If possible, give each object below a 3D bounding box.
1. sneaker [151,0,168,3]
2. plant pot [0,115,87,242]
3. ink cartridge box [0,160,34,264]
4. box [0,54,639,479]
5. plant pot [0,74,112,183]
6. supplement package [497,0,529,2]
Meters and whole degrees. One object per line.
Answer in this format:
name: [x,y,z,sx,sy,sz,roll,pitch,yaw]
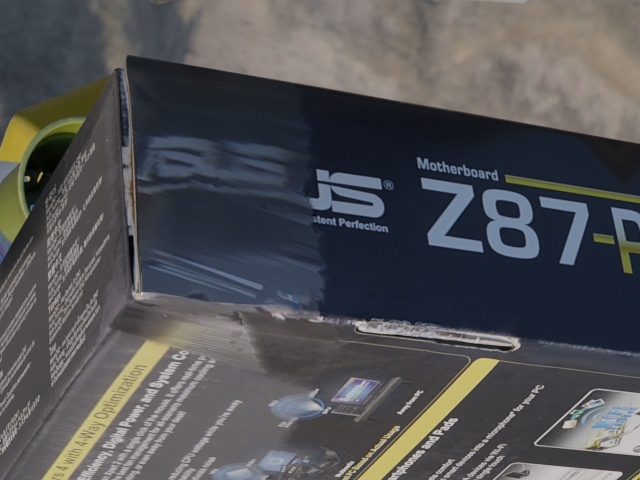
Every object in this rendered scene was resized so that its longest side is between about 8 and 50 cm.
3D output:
sneaker: [-0.041,-0.308,1.543,0.139,0.341,0.125,9,53,-32]
plant pot: [-0.154,-0.025,1.087,0.083,0.079,0.083,5,80,-32]
ink cartridge box: [-0.273,0.021,1.369,0.092,0.089,0.143,83,16,-53]
box: [0.008,0.095,0.736,0.318,0.395,0.097,6,58,-24]
plant pot: [-0.215,-0.019,1.906,0.212,0.187,0.212,-33,151,-59]
supplement package: [0.078,-0.328,1.815,0.293,0.177,0.175,-8,104,-61]
